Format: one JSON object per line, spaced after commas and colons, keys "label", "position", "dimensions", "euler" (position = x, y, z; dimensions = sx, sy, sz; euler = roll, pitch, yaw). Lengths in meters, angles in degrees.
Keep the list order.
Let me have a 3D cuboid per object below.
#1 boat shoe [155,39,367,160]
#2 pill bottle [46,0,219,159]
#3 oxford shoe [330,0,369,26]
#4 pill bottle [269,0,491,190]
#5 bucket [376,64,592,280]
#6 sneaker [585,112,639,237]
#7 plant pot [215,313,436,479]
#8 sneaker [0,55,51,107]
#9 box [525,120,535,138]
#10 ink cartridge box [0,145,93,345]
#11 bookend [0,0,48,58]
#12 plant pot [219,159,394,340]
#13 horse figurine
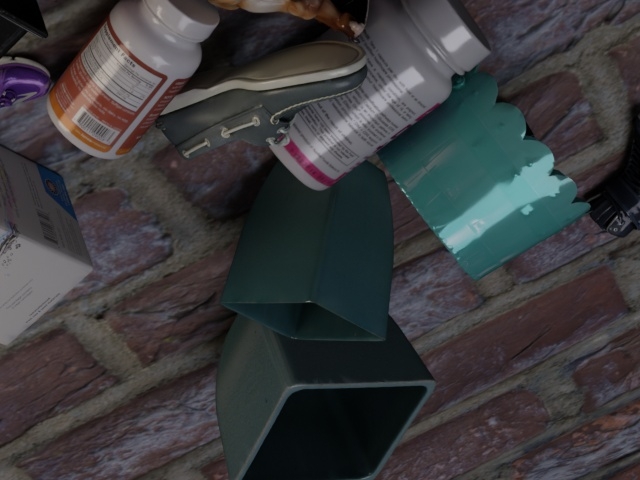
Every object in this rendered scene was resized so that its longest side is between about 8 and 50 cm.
{"label": "boat shoe", "position": [-0.067, -0.163, 1.825], "dimensions": [0.319, 0.116, 0.099], "euler": [-8, 114, 36]}
{"label": "pill bottle", "position": [-0.217, -0.207, 1.789], "dimensions": [0.121, 0.121, 0.216], "euler": [18, 126, -41]}
{"label": "oxford shoe", "position": [0.016, -0.356, 1.755], "dimensions": [0.097, 0.098, 0.271], "euler": [-24, 143, 0]}
{"label": "pill bottle", "position": [0.063, -0.204, 1.910], "dimensions": [0.283, 0.160, 0.160], "euler": [-36, 141, 15]}
{"label": "bucket", "position": [0.209, -0.095, 2.027], "dimensions": [0.183, 0.281, 0.281], "euler": [-36, 141, 8]}
{"label": "sneaker", "position": [0.476, -0.093, 2.328], "dimensions": [0.163, 0.086, 0.226], "euler": [-32, 143, 6]}
{"label": "plant pot", "position": [-0.020, 0.192, 2.264], "dimensions": [0.247, 0.252, 0.248], "euler": [2, 136, -29]}
{"label": "sneaker", "position": [-0.397, -0.163, 1.785], "dimensions": [0.169, 0.071, 0.068], "euler": [-14, 142, -14]}
{"label": "box", "position": [0.252, -0.071, 2.262], "dimensions": [0.175, 0.051, 0.220], "euler": [-27, 142, 3]}
{"label": "ink cartridge box", "position": [-0.433, -0.013, 1.862], "dimensions": [0.168, 0.171, 0.232], "euler": [-39, 140, 19]}
{"label": "bookend", "position": [-0.417, -0.233, 1.690], "dimensions": [0.157, 0.072, 0.156], "euler": [-39, 141, 19]}
{"label": "plant pot", "position": [0.000, 0.000, 2.051], "dimensions": [0.165, 0.234, 0.165], "euler": [-2, 158, 39]}
{"label": "horse figurine", "position": [-0.069, -0.284, 1.711], "dimensions": [0.263, 0.066, 0.174], "euler": [9, 180, -3]}
